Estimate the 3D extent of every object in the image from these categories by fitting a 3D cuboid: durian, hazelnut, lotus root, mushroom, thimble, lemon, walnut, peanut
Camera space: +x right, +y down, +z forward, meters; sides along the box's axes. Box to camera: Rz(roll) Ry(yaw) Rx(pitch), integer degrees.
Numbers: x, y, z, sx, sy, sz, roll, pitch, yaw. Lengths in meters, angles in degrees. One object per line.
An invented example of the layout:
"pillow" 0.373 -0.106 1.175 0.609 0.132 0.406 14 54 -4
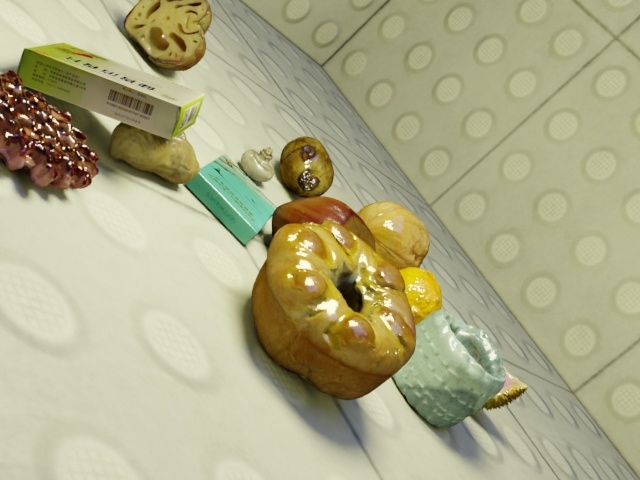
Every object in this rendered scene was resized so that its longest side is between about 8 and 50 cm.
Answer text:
"durian" 0.365 0.313 2.088 0.182 0.132 0.165 37 2 3
"hazelnut" -0.002 0.003 1.810 0.212 0.181 0.181 27 55 -54
"lotus root" -0.033 -0.177 2.256 0.145 0.128 0.260 53 13 -18
"mushroom" -0.133 -0.175 2.050 0.085 0.079 0.085 44 11 -11
"thimble" 0.258 0.252 1.847 0.205 0.172 0.250 44 16 -6
"lemon" 0.208 0.130 2.090 0.142 0.142 0.187 44 26 -12
"lotus root" -0.327 -0.481 2.133 0.199 0.188 0.180 49 0 15
"walnut" 0.159 0.005 2.184 0.226 0.193 0.193 16 33 -49
"peanut" -0.281 -0.154 1.560 0.099 0.099 0.214 54 21 24

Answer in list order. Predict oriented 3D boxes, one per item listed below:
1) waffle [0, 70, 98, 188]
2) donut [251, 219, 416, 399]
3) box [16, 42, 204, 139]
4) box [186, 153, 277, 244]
"waffle" -0.406 -0.153 1.250 0.234 0.055 0.221 41 16 -5
"donut" 0.023 0.108 1.488 0.299 0.150 0.317 46 27 16
"box" -0.334 -0.246 1.484 0.261 0.062 0.175 21 16 -1
"box" -0.168 -0.084 1.778 0.162 0.041 0.229 46 14 -5
